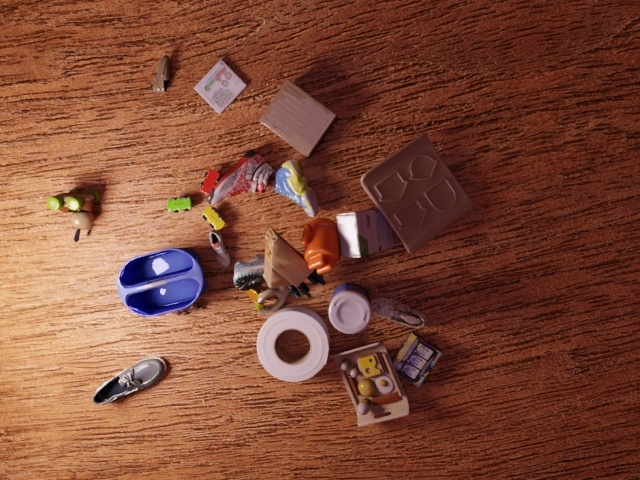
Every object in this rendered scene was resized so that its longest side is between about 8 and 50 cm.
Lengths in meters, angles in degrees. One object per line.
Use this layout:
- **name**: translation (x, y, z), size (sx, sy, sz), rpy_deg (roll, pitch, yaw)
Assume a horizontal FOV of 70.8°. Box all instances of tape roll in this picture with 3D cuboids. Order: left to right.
- **tape roll**: translation (-0.103, 0.406, 1.778), size (0.287, 0.100, 0.285), rpy_deg (0, 94, 3)

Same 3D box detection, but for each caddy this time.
- **caddy**: translation (-0.608, 0.158, 1.751), size (0.342, 0.179, 0.241), rpy_deg (-15, 93, 5)

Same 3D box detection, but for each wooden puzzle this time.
- **wooden puzzle**: translation (0.355, -0.174, 1.684), size (0.322, 0.080, 0.347), rpy_deg (-35, 96, -12)

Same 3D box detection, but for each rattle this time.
- **rattle**: translation (-0.185, 0.198, 1.801), size (0.200, 0.143, 0.130), rpy_deg (-35, 124, -9)

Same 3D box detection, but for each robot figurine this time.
- **robot figurine**: translation (0.007, 0.009, 1.634), size (0.158, 0.128, 0.219), rpy_deg (8, 56, -5)

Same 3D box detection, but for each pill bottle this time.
- **pill bottle**: translation (0.111, 0.237, 1.663), size (0.153, 0.272, 0.152), rpy_deg (0, 95, 4)

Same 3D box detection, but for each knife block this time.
- **knife block**: translation (-0.083, 0.087, 1.662), size (0.242, 0.088, 0.275), rpy_deg (-6, 118, -23)

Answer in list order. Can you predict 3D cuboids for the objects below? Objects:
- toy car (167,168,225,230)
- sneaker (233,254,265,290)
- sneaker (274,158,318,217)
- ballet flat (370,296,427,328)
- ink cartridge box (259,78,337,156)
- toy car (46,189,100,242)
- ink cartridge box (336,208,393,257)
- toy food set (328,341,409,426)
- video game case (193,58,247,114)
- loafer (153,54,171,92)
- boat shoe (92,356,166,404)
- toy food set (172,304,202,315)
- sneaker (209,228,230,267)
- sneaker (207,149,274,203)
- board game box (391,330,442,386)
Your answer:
- **toy car**: translation (-0.490, -0.152, 1.781), size (0.225, 0.053, 0.238), rpy_deg (-6, 94, 4)
- **sneaker**: translation (-0.203, 0.096, 1.756), size (0.283, 0.122, 0.110), rpy_deg (-11, 136, -14)
- **sneaker**: translation (-0.100, -0.188, 1.749), size (0.126, 0.091, 0.240), rpy_deg (-22, 93, 23)
- **ballet flat**: translation (0.302, 0.281, 1.753), size (0.241, 0.077, 0.091), rpy_deg (15, 97, 3)
- **ink cartridge box**: translation (-0.082, -0.459, 1.712), size (0.235, 0.088, 0.193), rpy_deg (37, 97, 0)
- **toy car**: translation (-0.959, -0.094, 1.776), size (0.149, 0.155, 0.188), rpy_deg (1, 107, 4)
- **ink cartridge box**: translation (0.168, -0.032, 1.665), size (0.093, 0.220, 0.160), rpy_deg (-4, 95, 40)
- **toy food set**: translation (0.188, 0.557, 1.751), size (0.220, 0.092, 0.305), rpy_deg (-22, 94, 19)
- **video game case**: translation (-0.390, -0.598, 1.755), size (0.157, 0.019, 0.143), rpy_deg (-44, 91, 6)
- **loafer**: translation (-0.604, -0.642, 1.750), size (0.050, 0.056, 0.147), rpy_deg (21, 106, 1)
- **boat shoe**: translation (-0.780, 0.580, 1.834), size (0.320, 0.099, 0.116), rpy_deg (-27, 92, 5)
- **toy food set**: translation (-0.545, 0.282, 1.809), size (0.122, 0.078, 0.019), rpy_deg (-13, 62, 8)
- **sneaker**: translation (-0.404, 0.033, 1.778), size (0.057, 0.075, 0.161), rpy_deg (-16, 93, 5)
- **sneaker**: translation (-0.295, -0.208, 1.719), size (0.145, 0.090, 0.270), rpy_deg (40, 76, -2)
- **board game box**: translation (0.374, 0.468, 1.778), size (0.141, 0.048, 0.170), rpy_deg (34, 96, 3)
